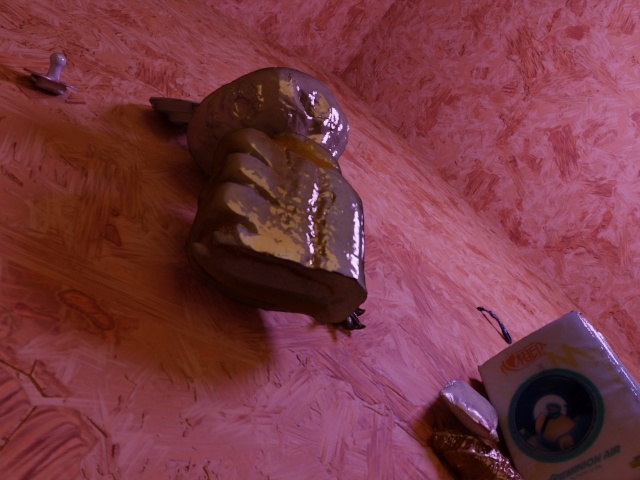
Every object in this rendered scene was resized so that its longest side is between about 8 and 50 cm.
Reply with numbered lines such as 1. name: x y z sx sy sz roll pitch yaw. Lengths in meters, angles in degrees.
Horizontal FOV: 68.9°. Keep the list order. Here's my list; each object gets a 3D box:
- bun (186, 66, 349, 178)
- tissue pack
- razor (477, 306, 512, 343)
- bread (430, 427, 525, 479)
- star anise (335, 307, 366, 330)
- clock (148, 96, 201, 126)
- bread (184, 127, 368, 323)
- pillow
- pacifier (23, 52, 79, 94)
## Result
1. bun: -0.113 -0.217 1.044 0.362 0.326 0.234 -11 75 -43
2. tissue pack: 0.526 0.367 0.970 0.162 0.287 0.388 43 21 -22
3. razor: 0.582 0.273 1.539 0.044 0.028 0.154 10 37 -49
4. bread: 0.301 0.414 0.830 0.233 0.076 0.105 39 22 2
5. star anise: 0.038 0.139 0.962 0.141 0.042 0.141 33 21 -15
6. clock: -0.298 -0.303 1.144 0.237 0.053 0.236 9 9 -1
7. bread: -0.078 -0.036 0.835 0.301 0.210 0.341 20 48 -25
8. pillow: 0.305 0.339 0.946 0.128 0.051 0.229 39 5 22
9. pacifier: -0.529 -0.334 0.925 0.099 0.078 0.081 12 15 -46
